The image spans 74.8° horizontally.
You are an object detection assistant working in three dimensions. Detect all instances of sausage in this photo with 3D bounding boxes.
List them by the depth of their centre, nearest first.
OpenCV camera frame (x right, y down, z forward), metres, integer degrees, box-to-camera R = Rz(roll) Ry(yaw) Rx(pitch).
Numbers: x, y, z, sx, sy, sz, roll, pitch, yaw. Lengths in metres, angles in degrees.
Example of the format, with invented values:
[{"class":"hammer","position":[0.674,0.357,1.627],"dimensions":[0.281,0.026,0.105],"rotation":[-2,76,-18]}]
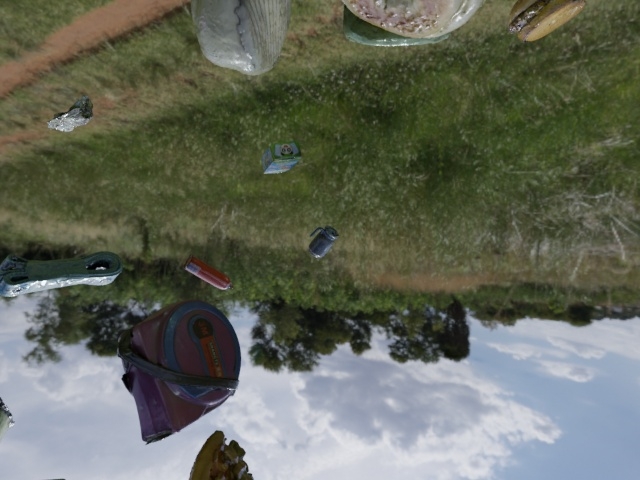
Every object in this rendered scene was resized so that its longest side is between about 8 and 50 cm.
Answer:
[{"class":"sausage","position":[-0.297,0.091,1.135],"dimensions":[0.145,0.050,0.048],"rotation":[34,123,-22]}]

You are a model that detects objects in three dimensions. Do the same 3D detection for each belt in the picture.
[{"class":"belt","position":[-0.665,0.080,1.076],"dimensions":[0.072,0.087,0.302],"rotation":[-35,162,31]}]

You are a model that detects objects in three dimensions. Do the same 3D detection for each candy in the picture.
[{"class":"candy","position":[-0.136,-0.278,1.417],"dimensions":[0.097,0.062,0.194],"rotation":[-10,179,-19]}]

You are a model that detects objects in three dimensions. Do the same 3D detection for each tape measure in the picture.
[{"class":"tape measure","position":[-0.279,0.242,0.831],"dimensions":[0.149,0.231,0.245],"rotation":[-29,167,28]}]

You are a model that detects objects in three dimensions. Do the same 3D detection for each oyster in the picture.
[{"class":"oyster","position":[-0.415,-0.202,0.695],"dimensions":[0.098,0.037,0.100],"rotation":[-29,-152,11]}]

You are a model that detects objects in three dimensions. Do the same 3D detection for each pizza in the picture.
[{"class":"pizza","position":[-0.125,0.411,0.639],"dimensions":[0.069,0.226,0.147],"rotation":[-29,175,10]}]

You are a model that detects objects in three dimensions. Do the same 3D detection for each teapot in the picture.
[{"class":"teapot","position":[0.001,-0.001,1.075],"dimensions":[0.063,0.083,0.049],"rotation":[34,-156,-8]}]

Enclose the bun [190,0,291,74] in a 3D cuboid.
[{"class":"bun","position":[-0.141,-0.420,0.740],"dimensions":[0.141,0.239,0.239],"rotation":[15,178,9]}]

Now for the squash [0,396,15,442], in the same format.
[{"class":"squash","position":[-0.564,0.269,0.568],"dimensions":[0.220,0.220,0.133],"rotation":[5,-147,-4]}]

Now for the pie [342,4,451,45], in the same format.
[{"class":"pie","position":[0.155,-0.468,0.846],"dimensions":[0.240,0.240,0.054],"rotation":[5,158,11]}]

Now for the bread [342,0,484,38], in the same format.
[{"class":"bread","position":[0.132,-0.446,0.623],"dimensions":[0.305,0.159,0.305],"rotation":[28,179,1]}]

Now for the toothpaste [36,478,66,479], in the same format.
[{"class":"toothpaste","position":[-0.583,0.515,0.869],"dimensions":[0.204,0.031,0.049],"rotation":[-19,-175,25]}]

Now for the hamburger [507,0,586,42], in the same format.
[{"class":"hamburger","position":[0.615,-0.642,1.163],"dimensions":[0.191,0.118,0.182],"rotation":[-32,171,23]}]
